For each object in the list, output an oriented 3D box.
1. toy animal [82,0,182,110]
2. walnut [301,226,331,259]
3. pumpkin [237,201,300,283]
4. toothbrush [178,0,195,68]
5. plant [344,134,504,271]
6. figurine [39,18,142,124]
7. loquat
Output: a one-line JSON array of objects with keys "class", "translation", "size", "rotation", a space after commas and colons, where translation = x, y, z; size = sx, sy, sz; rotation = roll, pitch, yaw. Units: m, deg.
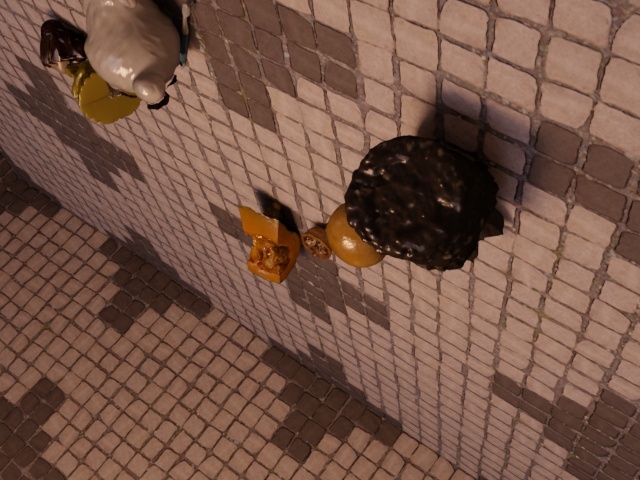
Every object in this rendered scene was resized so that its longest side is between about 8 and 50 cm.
[{"class": "toy animal", "translation": [-0.399, -0.464, 1.557], "size": [0.258, 0.194, 0.357], "rotation": [39, 153, 39]}, {"class": "walnut", "translation": [0.000, 0.000, 2.008], "size": [0.091, 0.052, 0.121], "rotation": [35, 161, 7]}, {"class": "pumpkin", "translation": [-0.134, -0.017, 2.123], "size": [0.130, 0.126, 0.248], "rotation": [24, 138, 22]}, {"class": "toothbrush", "translation": [-0.285, -0.432, 1.653], "size": [0.019, 0.025, 0.276], "rotation": [45, 161, 1]}, {"class": "plant", "translation": [0.194, -0.063, 1.364], "size": [0.215, 0.213, 0.312], "rotation": [28, -168, 29]}, {"class": "figurine", "translation": [-0.607, -0.438, 2.000], "size": [0.315, 0.187, 0.168], "rotation": [36, 165, 33]}, {"class": "loquat", "translation": [0.084, -0.014, 1.722], "size": [0.163, 0.137, 0.163], "rotation": [30, 173, 4]}]
